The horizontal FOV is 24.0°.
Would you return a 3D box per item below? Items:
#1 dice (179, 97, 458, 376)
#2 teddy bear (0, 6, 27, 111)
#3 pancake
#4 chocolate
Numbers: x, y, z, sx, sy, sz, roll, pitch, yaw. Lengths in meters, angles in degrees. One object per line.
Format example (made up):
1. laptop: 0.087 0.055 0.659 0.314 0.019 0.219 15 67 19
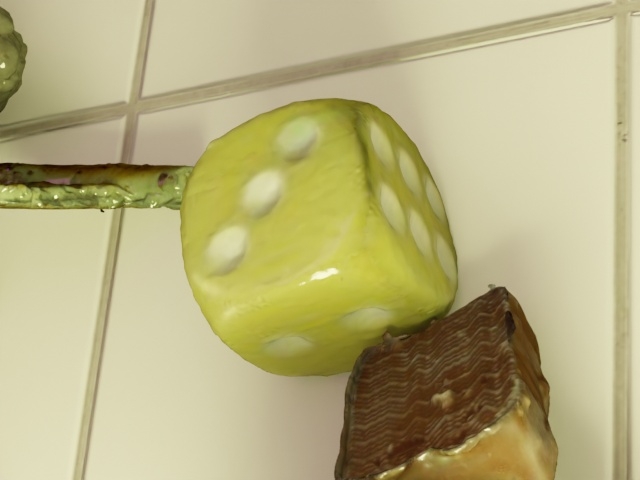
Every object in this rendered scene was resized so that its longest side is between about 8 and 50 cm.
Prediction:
1. dice: 0.000 0.000 1.203 0.169 0.169 0.166 -21 59 21
2. teddy bear: -0.505 -0.172 1.510 0.367 0.224 0.357 -28 61 -15
3. pancake: -0.291 -0.054 1.364 0.376 0.197 0.054 0 94 -7
4. chocolate: 0.096 0.130 1.076 0.148 0.093 0.214 -29 20 17
